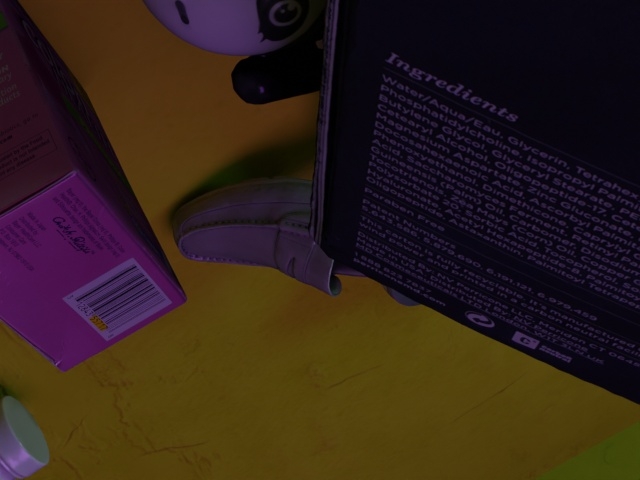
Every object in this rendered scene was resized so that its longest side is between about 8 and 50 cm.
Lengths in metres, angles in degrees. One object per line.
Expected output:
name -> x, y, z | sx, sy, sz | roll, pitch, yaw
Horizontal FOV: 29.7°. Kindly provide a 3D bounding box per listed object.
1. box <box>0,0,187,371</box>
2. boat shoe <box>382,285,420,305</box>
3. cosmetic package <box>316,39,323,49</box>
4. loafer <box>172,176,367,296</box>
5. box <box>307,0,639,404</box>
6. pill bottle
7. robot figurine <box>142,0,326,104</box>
box -> -0.228, -0.059, 0.912 | 0.117, 0.243, 0.213 | -30, 150, -1
boat shoe -> 0.191, -0.006, 1.533 | 0.320, 0.103, 0.118 | -18, 129, -31
cosmetic package -> 0.205, -0.138, 1.165 | 0.377, 0.097, 0.284 | -2, 150, 10
loafer -> 0.000, 0.000, 1.236 | 0.319, 0.111, 0.112 | -3, 152, 13
box -> 0.225, -0.214, 0.746 | 0.480, 0.297, 0.472 | -61, 170, -20
pill bottle -> -0.423, 0.269, 1.353 | 0.221, 0.124, 0.124 | -32, 150, 2
robot figurine -> -0.017, -0.228, 0.871 | 0.173, 0.209, 0.278 | -31, 179, 35
